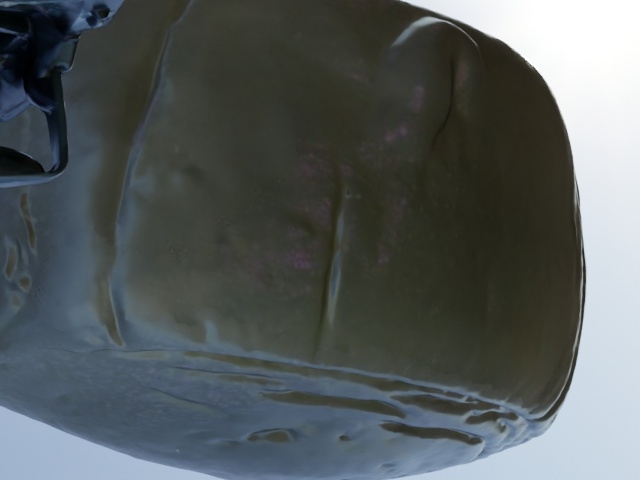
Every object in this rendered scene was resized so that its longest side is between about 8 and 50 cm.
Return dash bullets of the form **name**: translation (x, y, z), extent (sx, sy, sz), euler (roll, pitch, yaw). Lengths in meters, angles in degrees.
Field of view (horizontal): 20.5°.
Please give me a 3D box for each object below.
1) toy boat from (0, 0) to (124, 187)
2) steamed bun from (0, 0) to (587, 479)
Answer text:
- **toy boat**: translation (-0.115, -0.055, 0.474), extent (0.246, 0.093, 0.103), euler (166, 101, -70)
- **steamed bun**: translation (0.005, 0.000, 0.926), extent (0.383, 0.236, 0.247), euler (17, -113, -40)
